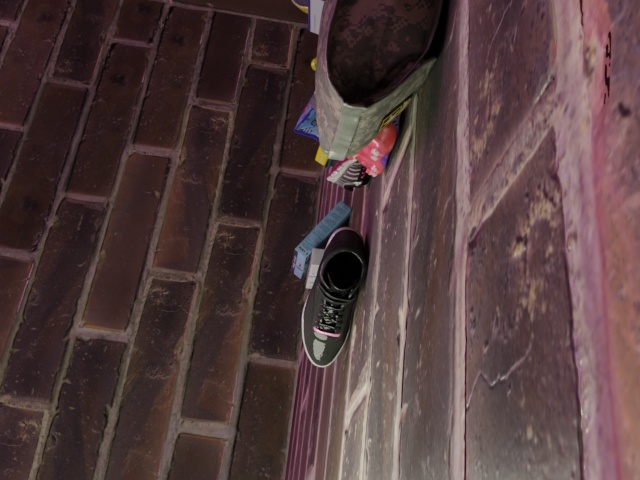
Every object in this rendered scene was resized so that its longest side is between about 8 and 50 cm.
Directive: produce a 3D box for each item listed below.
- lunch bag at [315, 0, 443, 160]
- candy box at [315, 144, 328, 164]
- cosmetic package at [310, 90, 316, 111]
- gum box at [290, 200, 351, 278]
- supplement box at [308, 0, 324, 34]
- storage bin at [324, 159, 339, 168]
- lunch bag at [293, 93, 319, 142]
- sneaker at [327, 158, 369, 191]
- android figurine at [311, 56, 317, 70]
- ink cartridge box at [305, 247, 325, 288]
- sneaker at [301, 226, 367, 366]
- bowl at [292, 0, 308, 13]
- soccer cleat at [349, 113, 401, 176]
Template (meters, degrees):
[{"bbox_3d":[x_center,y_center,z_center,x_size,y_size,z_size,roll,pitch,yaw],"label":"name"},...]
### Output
[{"bbox_3d":[0.074,-0.270,1.042,0.235,0.168,0.287,121,162,-79],"label":"lunch bag"},{"bbox_3d":[0.055,-0.250,1.402,0.206,0.027,0.105,-59,-5,-21],"label":"candy box"},{"bbox_3d":[0.053,-0.302,1.616,0.107,0.127,0.238,-39,4,-2],"label":"cosmetic package"},{"bbox_3d":[0.000,0.000,1.882,0.184,0.041,0.157,-46,-10,-21],"label":"gum box"},{"bbox_3d":[0.071,-0.569,1.639,0.220,0.113,0.111,-60,-13,-24],"label":"supplement box"},{"bbox_3d":[0.062,-0.238,1.791,0.098,0.091,0.135,105,174,-60],"label":"storage bin"},{"bbox_3d":[0.059,-0.456,2.148,0.293,0.138,0.221,-60,4,40],"label":"lunch bag"},{"bbox_3d":[0.084,-0.156,1.534,0.170,0.074,0.063,-38,20,52],"label":"sneaker"},{"bbox_3d":[0.065,-0.608,2.167,0.248,0.056,0.273,-46,7,27],"label":"android figurine"},{"bbox_3d":[0.014,0.076,1.806,0.122,0.088,0.052,104,172,-58],"label":"ink cartridge box"},{"bbox_3d":[0.021,0.125,1.423,0.147,0.104,0.296,-71,-6,-81],"label":"sneaker"},{"bbox_3d":[0.074,-0.713,1.992,0.156,0.289,0.290,37,-130,-43],"label":"bowl"},{"bbox_3d":[0.100,-0.178,1.272,0.095,0.083,0.248,-52,-3,-3],"label":"soccer cleat"}]
